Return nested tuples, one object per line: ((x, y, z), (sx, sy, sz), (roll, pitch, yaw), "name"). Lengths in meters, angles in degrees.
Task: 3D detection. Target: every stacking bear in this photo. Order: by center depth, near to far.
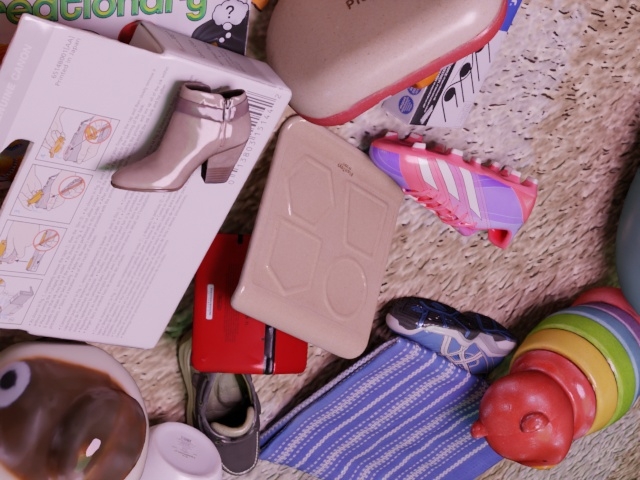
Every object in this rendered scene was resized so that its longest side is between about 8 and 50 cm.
((0.300, 0.180, 1.406), (0.289, 0.175, 0.164), (-27, 103, -44), "stacking bear")

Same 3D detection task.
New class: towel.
((0.110, 0.247, 1.437), (0.243, 0.040, 0.336), (-40, 135, 20), "towel")

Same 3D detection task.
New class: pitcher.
((-0.217, 0.292, 1.264), (0.177, 0.125, 0.207), (24, 117, -22), "pitcher")

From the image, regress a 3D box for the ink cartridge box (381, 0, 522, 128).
((0.144, -0.215, 1.159), (0.097, 0.046, 0.207), (-4, 124, -49), "ink cartridge box")

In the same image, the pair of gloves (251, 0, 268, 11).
((-0.052, -0.256, 1.048), (0.074, 0.010, 0.083), (-48, 134, 5), "pair of gloves")

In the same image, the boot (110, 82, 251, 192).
((-0.113, -0.087, 0.945), (0.118, 0.042, 0.087), (-8, 123, -31), "boot")

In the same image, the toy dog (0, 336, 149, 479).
((-0.260, 0.295, 1.064), (0.395, 0.284, 0.408), (-2, 105, -16), "toy dog")

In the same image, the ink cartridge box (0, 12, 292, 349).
((-0.200, -0.048, 0.991), (0.261, 0.066, 0.296), (12, 118, -40), "ink cartridge box")

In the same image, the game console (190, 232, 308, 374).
((-0.071, 0.068, 1.214), (0.124, 0.085, 0.144), (3, 85, -3), "game console")

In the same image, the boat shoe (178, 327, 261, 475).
((-0.106, 0.193, 1.282), (0.080, 0.073, 0.224), (-21, 128, -16), "boat shoe")

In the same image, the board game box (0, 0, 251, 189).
((-0.212, -0.146, 0.991), (0.305, 0.053, 0.193), (-10, 129, -26), "board game box")

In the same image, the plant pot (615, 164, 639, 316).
((0.495, -0.005, 1.391), (0.293, 0.293, 0.235), (-3, 136, -30), "plant pot")

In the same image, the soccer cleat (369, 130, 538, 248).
((0.145, -0.053, 1.261), (0.248, 0.083, 0.095), (12, 101, -42), "soccer cleat")

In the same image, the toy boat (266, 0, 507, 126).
((0.068, -0.188, 1.066), (0.231, 0.151, 0.151), (-27, 150, 12), "toy boat")

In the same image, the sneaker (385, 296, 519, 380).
((0.156, 0.127, 1.396), (0.211, 0.080, 0.081), (20, 107, -39), "sneaker")

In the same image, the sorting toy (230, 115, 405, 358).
((0.000, 0.000, 1.200), (0.193, 0.038, 0.208), (28, 74, -41), "sorting toy")
